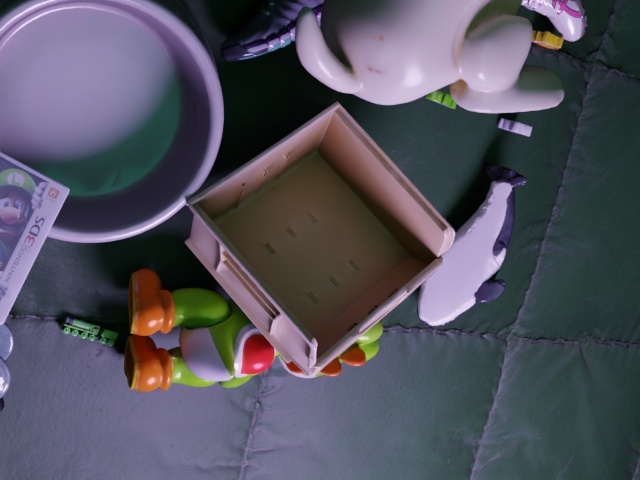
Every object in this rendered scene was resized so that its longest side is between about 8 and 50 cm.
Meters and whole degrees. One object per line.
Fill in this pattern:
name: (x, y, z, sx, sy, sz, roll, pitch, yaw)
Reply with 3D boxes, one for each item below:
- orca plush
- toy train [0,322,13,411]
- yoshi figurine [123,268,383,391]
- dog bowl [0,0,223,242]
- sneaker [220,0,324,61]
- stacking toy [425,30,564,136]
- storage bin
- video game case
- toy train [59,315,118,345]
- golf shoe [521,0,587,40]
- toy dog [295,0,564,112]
orca plush: (0.248, 0.011, 1.419, 0.151, 0.102, 0.287, 14, 91, 13)
toy train: (-0.485, 0.079, 0.994, 0.190, 0.142, 0.334, -13, 115, -12)
yoshi figurine: (-0.097, 0.116, 1.225, 0.362, 0.203, 0.203, 2, 71, -16)
dog bowl: (-0.276, -0.155, 1.015, 0.349, 0.102, 0.348, -8, 113, -19)
sneaker: (-0.052, -0.316, 1.126, 0.224, 0.083, 0.098, -32, 111, -28)
stacking toy: (0.273, -0.272, 1.334, 0.221, 0.052, 0.167, 13, 99, -30)
storage bin: (0.000, 0.000, 1.129, 0.262, 0.123, 0.260, -37, 80, -26)
video game case: (-0.392, -0.025, 0.908, 0.190, 0.022, 0.173, 31, 72, -29)
toy train: (-0.318, 0.125, 1.165, 0.083, 0.017, 0.023, 23, 86, -33)
golf shoe: (0.350, -0.385, 1.326, 0.086, 0.067, 0.186, -38, 112, -2)
toy dog: (0.136, -0.387, 1.001, 0.395, 0.284, 0.407, -10, 127, -25)
